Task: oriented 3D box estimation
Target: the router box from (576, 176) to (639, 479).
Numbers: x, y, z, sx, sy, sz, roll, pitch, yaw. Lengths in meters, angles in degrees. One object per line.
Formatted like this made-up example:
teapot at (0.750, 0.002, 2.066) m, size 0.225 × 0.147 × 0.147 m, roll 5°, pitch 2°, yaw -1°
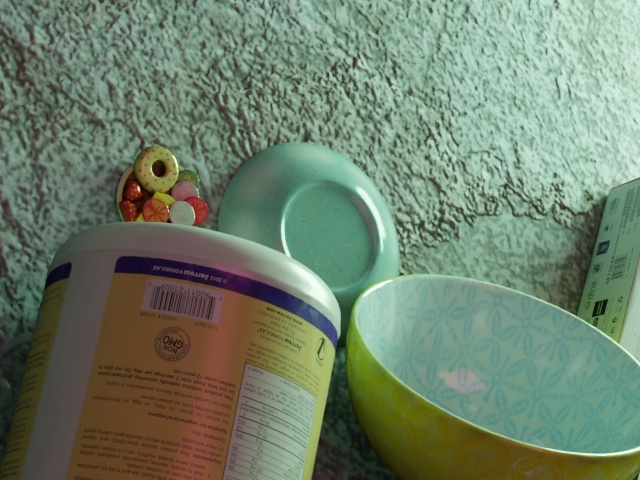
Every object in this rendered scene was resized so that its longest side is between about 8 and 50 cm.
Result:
router box at (0.389, 0.148, 1.796) m, size 0.301 × 0.082 × 0.335 m, roll 29°, pitch 64°, yaw -23°

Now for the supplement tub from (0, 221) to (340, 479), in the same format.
supplement tub at (-0.125, 0.177, 1.379) m, size 0.241 × 0.241 × 0.331 m, roll 21°, pitch 68°, yaw -26°

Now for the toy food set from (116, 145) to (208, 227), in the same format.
toy food set at (-0.138, -0.034, 1.556) m, size 0.082 × 0.020 × 0.083 m, roll 41°, pitch 60°, yaw -17°

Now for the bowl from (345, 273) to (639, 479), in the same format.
bowl at (0.143, 0.167, 1.578) m, size 0.289 × 0.289 × 0.156 m, roll 2°, pitch 120°, yaw -31°

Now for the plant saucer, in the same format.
plant saucer at (0.000, 0.000, 1.623) m, size 0.195 × 0.037 × 0.195 m, roll 9°, pitch 73°, yaw -30°
